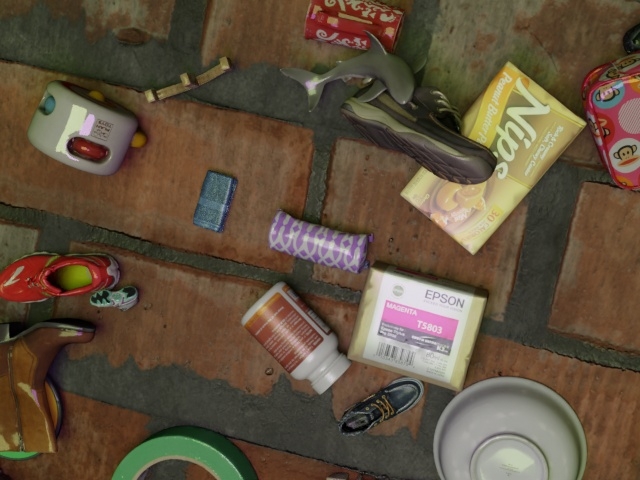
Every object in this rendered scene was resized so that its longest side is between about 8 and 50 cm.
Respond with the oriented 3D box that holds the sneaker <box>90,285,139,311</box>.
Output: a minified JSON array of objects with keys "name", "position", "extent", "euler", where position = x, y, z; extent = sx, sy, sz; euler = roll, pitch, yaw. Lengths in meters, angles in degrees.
[{"name":"sneaker","position":[-0.427,0.131,1.873],"extent":[0.098,0.069,0.038],"euler":[-7,59,-6]}]

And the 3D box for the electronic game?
[{"name":"electronic game","position":[-0.668,0.368,1.954],"extent":[0.229,0.048,0.229],"euler":[1,96,11]}]

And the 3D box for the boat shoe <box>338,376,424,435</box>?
[{"name":"boat shoe","position":[0.120,0.332,1.766],"extent":[0.183,0.083,0.065],"euler":[-31,89,13]}]

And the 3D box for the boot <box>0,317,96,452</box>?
[{"name":"boot","position":[-0.581,0.307,1.871],"extent":[0.264,0.096,0.281],"euler":[-6,89,7]}]

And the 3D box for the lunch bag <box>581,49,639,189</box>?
[{"name":"lunch bag","position":[0.627,-0.216,1.569],"extent":[0.293,0.120,0.258],"euler":[-19,111,13]}]

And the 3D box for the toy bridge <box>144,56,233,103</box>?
[{"name":"toy bridge","position":[-0.260,-0.318,1.789],"extent":[0.188,0.063,0.026],"euler":[-21,91,12]}]

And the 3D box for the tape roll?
[{"name":"tape roll","position":[-0.283,0.555,1.878],"extent":[0.321,0.077,0.321],"euler":[1,95,11]}]

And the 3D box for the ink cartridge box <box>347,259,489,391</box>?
[{"name":"ink cartridge box","position":[0.188,0.163,1.733],"extent":[0.234,0.088,0.193],"euler":[15,100,11]}]

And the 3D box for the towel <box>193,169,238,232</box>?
[{"name":"towel","position":[-0.215,-0.080,1.822],"extent":[0.067,0.029,0.120],"euler":[19,100,9]}]

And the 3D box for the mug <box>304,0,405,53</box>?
[{"name":"mug","position":[0.061,-0.400,1.679],"extent":[0.169,0.150,0.113],"euler":[18,138,5]}]

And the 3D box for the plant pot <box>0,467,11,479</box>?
[{"name":"plant pot","position":[-0.767,0.574,1.945],"extent":[0.167,0.167,0.165],"euler":[41,95,5]}]

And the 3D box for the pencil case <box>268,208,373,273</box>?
[{"name":"pencil case","position":[0.000,0.000,1.759],"extent":[0.206,0.086,0.088],"euler":[15,65,8]}]

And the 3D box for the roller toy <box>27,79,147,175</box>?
[{"name":"roller toy","position":[-0.465,-0.228,1.776],"extent":[0.209,0.191,0.146],"euler":[28,100,8]}]

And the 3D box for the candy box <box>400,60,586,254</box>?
[{"name":"candy box","position":[0.320,-0.152,1.671],"extent":[0.183,0.087,0.316],"euler":[40,102,6]}]

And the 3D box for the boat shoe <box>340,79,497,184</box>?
[{"name":"boat shoe","position":[0.183,-0.216,1.610],"extent":[0.355,0.132,0.130],"euler":[33,84,40]}]

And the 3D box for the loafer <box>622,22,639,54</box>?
[{"name":"loafer","position":[0.647,-0.389,1.583],"extent":[0.223,0.078,0.076],"euler":[-24,91,13]}]

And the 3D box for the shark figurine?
[{"name":"shark figurine","position":[0.075,-0.328,1.637],"extent":[0.278,0.166,0.116],"euler":[10,142,41]}]

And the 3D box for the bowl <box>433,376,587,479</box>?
[{"name":"bowl","position":[0.357,0.417,1.700],"extent":[0.297,0.134,0.298],"euler":[1,95,12]}]

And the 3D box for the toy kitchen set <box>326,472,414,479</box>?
[{"name":"toy kitchen set","position":[0.101,0.548,1.749],"extent":[0.207,0.166,0.122],"euler":[3,96,12]}]

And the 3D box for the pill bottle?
[{"name":"pill bottle","position":[-0.044,0.195,1.767],"extent":[0.216,0.121,0.121],"euler":[46,103,4]}]

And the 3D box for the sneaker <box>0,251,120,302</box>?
[{"name":"sneaker","position":[-0.562,0.074,1.864],"extent":[0.278,0.118,0.107],"euler":[-10,93,13]}]
